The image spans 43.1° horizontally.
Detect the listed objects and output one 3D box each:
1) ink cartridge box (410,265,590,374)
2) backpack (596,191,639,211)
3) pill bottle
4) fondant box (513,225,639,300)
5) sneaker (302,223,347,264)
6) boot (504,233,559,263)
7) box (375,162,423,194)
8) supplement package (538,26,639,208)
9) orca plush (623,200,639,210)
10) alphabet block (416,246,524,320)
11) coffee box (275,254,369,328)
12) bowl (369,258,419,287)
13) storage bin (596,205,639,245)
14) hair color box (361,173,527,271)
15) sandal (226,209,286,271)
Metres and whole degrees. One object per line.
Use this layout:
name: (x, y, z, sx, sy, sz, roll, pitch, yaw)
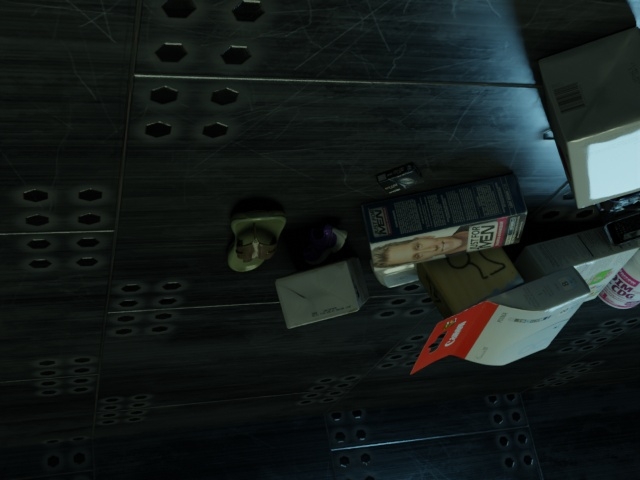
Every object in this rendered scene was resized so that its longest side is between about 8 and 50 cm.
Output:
ink cartridge box: (0.428, 0.227, 1.960, 0.385, 0.091, 0.308, -20, 153, -19)
backpack: (0.639, -0.156, 1.666, 0.173, 0.158, 0.117, -22, 159, 3)
pill bottle: (0.874, 0.067, 2.228, 0.160, 0.160, 0.283, -7, 155, -8)
fondant box: (0.634, 0.088, 2.119, 0.330, 0.096, 0.238, -12, 147, -25)
sneaker: (0.000, 0.000, 1.868, 0.071, 0.068, 0.170, 34, 148, -12)
boot: (0.585, 0.062, 2.185, 0.248, 0.090, 0.207, 11, 146, -42)
box: (0.165, -0.128, 1.685, 0.083, 0.018, 0.067, -19, 154, 17)
supplement package: (0.515, -0.208, 1.461, 0.175, 0.177, 0.293, -18, 154, 14)
orca plush: (0.715, -0.131, 1.721, 0.151, 0.102, 0.287, -19, -173, -17)
alphabet block: (0.362, 0.094, 1.982, 0.192, 0.197, 0.193, -26, 154, -4)
coffee box: (0.011, 0.114, 1.904, 0.168, 0.118, 0.297, -15, 179, 7)
bowl: (0.206, 0.075, 2.105, 0.142, 0.053, 0.142, -15, 154, 7)
storage bin: (0.753, -0.065, 1.984, 0.122, 0.084, 0.180, -20, 153, 20)
hair color box: (0.276, -0.036, 1.829, 0.347, 0.105, 0.174, -11, 155, 3)
sandal: (-0.139, 0.012, 1.784, 0.120, 0.086, 0.303, -5, 155, -13)
